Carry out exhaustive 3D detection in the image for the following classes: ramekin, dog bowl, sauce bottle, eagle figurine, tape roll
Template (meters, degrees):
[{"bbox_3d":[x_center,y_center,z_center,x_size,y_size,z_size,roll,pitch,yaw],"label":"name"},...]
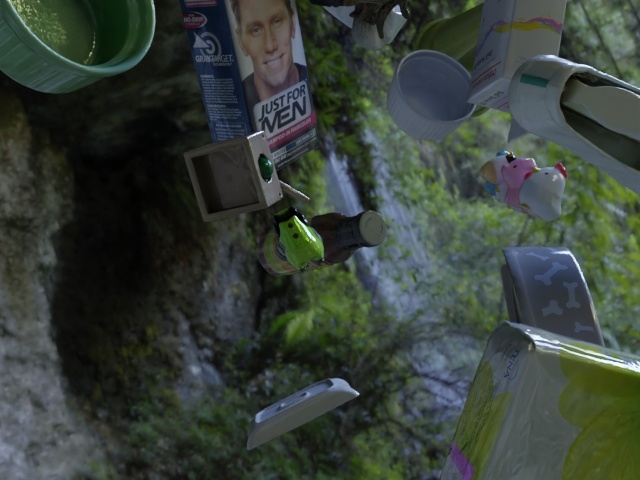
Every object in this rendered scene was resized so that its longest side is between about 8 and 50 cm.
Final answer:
[{"bbox_3d":[-0.446,-0.399,1.493,0.148,0.303,0.303,-19,-10,40],"label":"ramekin"},{"bbox_3d":[0.349,0.168,1.303,0.102,0.349,0.349,-13,-12,8],"label":"dog bowl"},{"bbox_3d":[0.000,0.000,1.806,0.111,0.111,0.344,-9,-5,-37],"label":"sauce bottle"},{"bbox_3d":[0.254,-0.333,2.071,0.207,0.207,0.109,-13,-21,-24],"label":"ramekin"},{"bbox_3d":[0.051,-0.497,1.502,0.225,0.298,0.226,-49,-29,13],"label":"eagle figurine"},{"bbox_3d":[0.108,-0.679,2.485,0.286,0.286,0.100,-1,-46,-54],"label":"tape roll"}]

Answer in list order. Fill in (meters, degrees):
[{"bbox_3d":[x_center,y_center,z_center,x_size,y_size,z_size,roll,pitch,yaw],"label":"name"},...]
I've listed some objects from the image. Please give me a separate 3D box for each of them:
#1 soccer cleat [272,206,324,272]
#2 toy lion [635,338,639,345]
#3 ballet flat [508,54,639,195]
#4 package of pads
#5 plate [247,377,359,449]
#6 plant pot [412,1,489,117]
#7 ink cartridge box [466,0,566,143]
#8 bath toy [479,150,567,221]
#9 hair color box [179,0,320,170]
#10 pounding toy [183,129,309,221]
[{"bbox_3d":[-0.031,-0.007,1.086,0.060,0.072,0.179,-27,6,-5],"label":"soccer cleat"},{"bbox_3d":[0.737,0.195,1.895,0.100,0.034,0.096,-41,-6,39],"label":"toy lion"},{"bbox_3d":[0.429,-0.127,1.128,0.400,0.139,0.139,20,-26,-15],"label":"ballet flat"},{"bbox_3d":[0.260,0.255,1.011,0.229,0.297,0.101,16,8,-17],"label":"package of pads"},{"bbox_3d":[-0.055,0.394,2.076,0.277,0.045,0.278,-26,-2,-6],"label":"plate"},{"bbox_3d":[0.413,-0.479,2.197,0.276,0.276,0.254,-12,-8,-29],"label":"plant pot"},{"bbox_3d":[0.416,-0.404,1.886,0.119,0.354,0.207,12,-8,-10],"label":"ink cartridge box"},{"bbox_3d":[0.472,-0.137,2.051,0.129,0.151,0.348,-60,10,5],"label":"bath toy"},{"bbox_3d":[-0.115,-0.296,1.490,0.105,0.347,0.174,8,31,37],"label":"hair color box"},{"bbox_3d":[-0.111,-0.096,1.355,0.141,0.130,0.100,-12,11,20],"label":"pounding toy"}]
